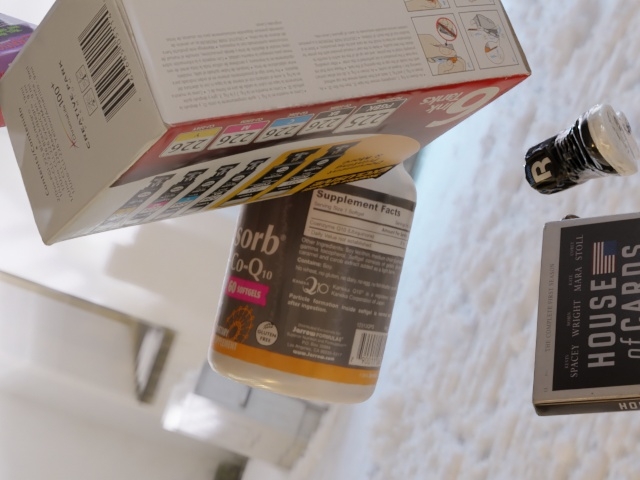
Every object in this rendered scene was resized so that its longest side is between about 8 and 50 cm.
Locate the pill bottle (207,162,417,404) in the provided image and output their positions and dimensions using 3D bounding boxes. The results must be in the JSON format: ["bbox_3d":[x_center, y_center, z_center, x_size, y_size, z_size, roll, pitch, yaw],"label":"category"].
[{"bbox_3d":[0.000,0.000,1.173,0.162,0.162,0.278,-172,94,-86],"label":"pill bottle"}]

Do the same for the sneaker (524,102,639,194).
[{"bbox_3d":[0.270,-0.085,1.352,0.079,0.121,0.217,68,-161,5],"label":"sneaker"}]

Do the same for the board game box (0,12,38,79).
[{"bbox_3d":[-0.444,-0.188,1.294,0.347,0.208,0.056,-34,-45,-57],"label":"board game box"}]

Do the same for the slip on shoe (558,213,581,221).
[{"bbox_3d":[0.312,0.027,1.419,0.041,0.135,0.051,-49,5,47],"label":"slip on shoe"}]

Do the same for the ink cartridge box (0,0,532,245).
[{"bbox_3d":[-0.057,-0.102,0.924,0.272,0.309,0.130,-33,74,53],"label":"ink cartridge box"}]

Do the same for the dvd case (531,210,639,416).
[{"bbox_3d":[0.286,0.048,0.983,0.029,0.239,0.179,59,-147,-45],"label":"dvd case"}]
